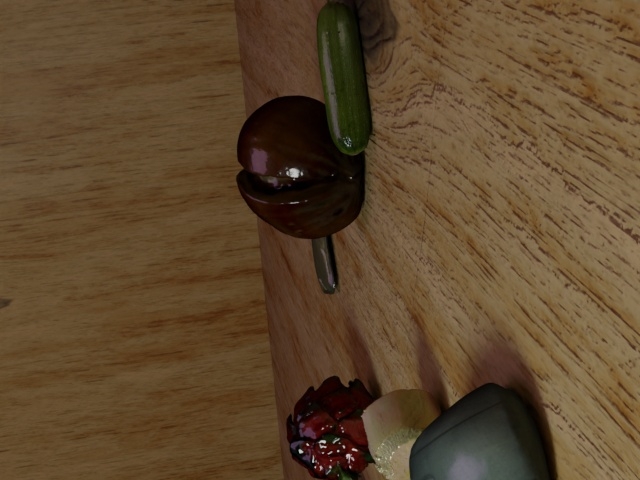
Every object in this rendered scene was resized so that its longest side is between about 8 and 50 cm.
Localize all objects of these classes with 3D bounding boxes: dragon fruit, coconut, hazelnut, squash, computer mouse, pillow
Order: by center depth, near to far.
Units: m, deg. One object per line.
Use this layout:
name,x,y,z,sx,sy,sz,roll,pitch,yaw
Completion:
computer mouse,0.161,0.289,1.314,0.371,0.122,0.188,90,169,-60
coconut,0.114,0.257,1.592,0.122,0.116,0.116,-112,16,-56
squash,0.034,-0.248,1.799,0.069,0.069,0.238,-178,80,-81
hazelnut,-0.023,-0.114,1.932,0.217,0.217,0.251,-109,4,-51
dragon fruit,0.027,0.331,2.049,0.188,0.182,0.182,-162,65,-79
pillow,0.001,0.000,2.358,0.130,0.033,0.217,170,92,-78
